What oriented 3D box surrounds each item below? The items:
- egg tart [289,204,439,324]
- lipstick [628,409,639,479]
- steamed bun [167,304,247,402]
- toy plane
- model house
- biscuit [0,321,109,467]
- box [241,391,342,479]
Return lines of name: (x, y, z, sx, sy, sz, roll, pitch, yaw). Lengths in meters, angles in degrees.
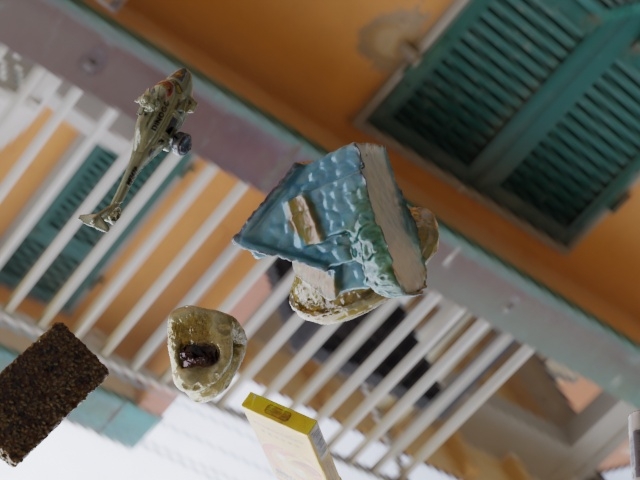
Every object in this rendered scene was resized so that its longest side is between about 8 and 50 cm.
egg tart: (0.068, 0.014, 2.516, 0.132, 0.345, 0.345, 58, -166, -21)
lipstick: (0.520, 0.342, 2.092, 0.040, 0.040, 0.141, 33, -139, -22)
steamed bun: (-0.224, 0.224, 2.438, 0.172, 0.140, 0.155, 70, -153, -61)
toy plane: (-0.270, -0.140, 1.971, 0.092, 0.286, 0.108, 22, 171, 26)
model house: (0.000, 0.000, 1.818, 0.261, 0.241, 0.226, -9, -98, -77)
biscuit: (-0.453, 0.243, 2.067, 0.131, 0.025, 0.231, 45, -123, -4)
box: (-0.046, 0.390, 2.385, 0.152, 0.043, 0.269, 20, 148, 31)
